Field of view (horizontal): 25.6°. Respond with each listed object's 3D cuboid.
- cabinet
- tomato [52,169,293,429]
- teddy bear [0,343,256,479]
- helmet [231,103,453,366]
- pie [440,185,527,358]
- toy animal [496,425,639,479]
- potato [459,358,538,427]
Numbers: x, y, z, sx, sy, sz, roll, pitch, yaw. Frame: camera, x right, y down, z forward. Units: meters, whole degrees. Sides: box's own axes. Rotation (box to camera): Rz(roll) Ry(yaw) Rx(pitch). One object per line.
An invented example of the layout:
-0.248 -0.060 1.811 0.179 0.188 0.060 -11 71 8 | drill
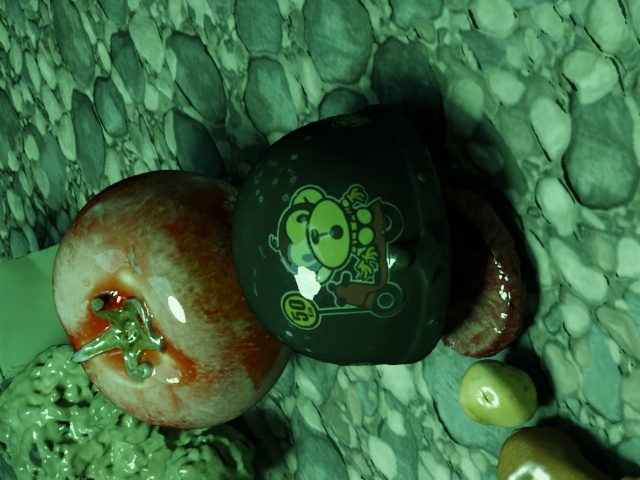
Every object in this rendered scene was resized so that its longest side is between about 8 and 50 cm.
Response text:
-0.377 0.093 1.847 0.145 0.206 0.150 -16 93 58 | cabinet
-0.140 0.052 1.459 0.270 0.227 0.270 17 123 28 | tomato
-0.255 0.292 1.691 0.367 0.224 0.357 22 124 9 | teddy bear
0.000 0.000 1.240 0.279 0.160 0.230 -168 72 -65 | helmet
0.127 0.029 1.226 0.154 0.036 0.154 32 131 47 | pie
0.226 0.225 1.156 0.312 0.097 0.157 28 117 49 | toy animal
0.153 0.136 1.224 0.068 0.062 0.083 47 146 9 | potato
